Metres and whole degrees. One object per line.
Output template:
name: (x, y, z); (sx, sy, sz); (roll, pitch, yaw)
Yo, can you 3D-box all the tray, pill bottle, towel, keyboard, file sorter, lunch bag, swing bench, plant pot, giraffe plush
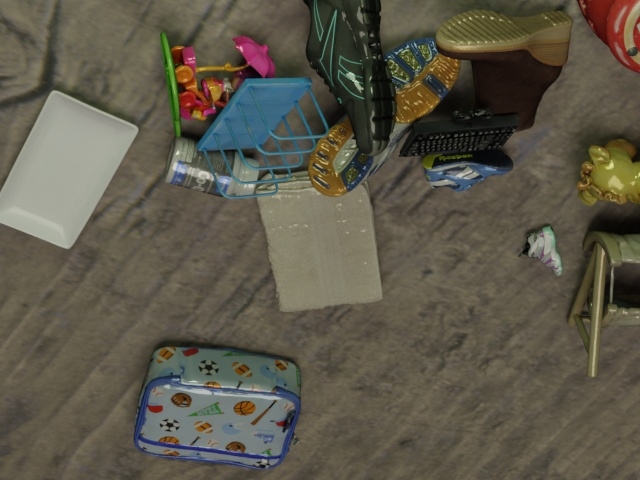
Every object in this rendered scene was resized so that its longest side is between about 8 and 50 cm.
tray: (-0.406, -0.112, 1.871); (0.145, 0.030, 0.270); (23, 122, -21)
pill bottle: (-0.170, -0.111, 1.858); (0.137, 0.078, 0.078); (14, 125, -14)
towel: (0.000, 0.000, 1.976); (0.187, 0.049, 0.282); (-7, 127, 3)
keyboard: (0.213, -0.160, 1.777); (0.180, 0.023, 0.108); (-8, 150, -23)
file sorter: (-0.083, -0.150, 1.765); (0.118, 0.104, 0.170); (-8, 154, -38)
lunch bag: (-0.182, 0.314, 2.165); (0.303, 0.115, 0.243); (11, 128, -11)
swing bench: (0.576, 0.086, 2.016); (0.253, 0.165, 0.255); (1, 122, -4)
plant pot: (0.471, -0.337, 1.675); (0.191, 0.174, 0.191); (-3, 130, -3)
giraffe plush: (0.499, -0.095, 1.878); (0.170, 0.210, 0.181); (18, 116, 17)

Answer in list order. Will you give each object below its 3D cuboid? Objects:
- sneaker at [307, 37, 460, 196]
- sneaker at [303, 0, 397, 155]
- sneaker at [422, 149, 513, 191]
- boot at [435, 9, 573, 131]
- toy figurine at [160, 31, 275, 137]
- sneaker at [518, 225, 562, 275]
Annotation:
sneaker: (0.093, -0.190, 1.813); (0.296, 0.131, 0.112); (-44, 84, 5)
sneaker: (0.042, -0.252, 1.714); (0.106, 0.101, 0.267); (-7, 93, 24)
sneaker: (0.237, -0.113, 1.905); (0.144, 0.053, 0.059); (-2, 127, 8)
boot: (0.254, -0.234, 1.750); (0.248, 0.090, 0.207); (-10, 137, -29)
toy figurine: (-0.146, -0.236, 1.752); (0.159, 0.130, 0.173); (-10, 138, -9)
sneaker: (0.373, 0.024, 2.030); (0.069, 0.038, 0.098); (-16, 118, 10)
